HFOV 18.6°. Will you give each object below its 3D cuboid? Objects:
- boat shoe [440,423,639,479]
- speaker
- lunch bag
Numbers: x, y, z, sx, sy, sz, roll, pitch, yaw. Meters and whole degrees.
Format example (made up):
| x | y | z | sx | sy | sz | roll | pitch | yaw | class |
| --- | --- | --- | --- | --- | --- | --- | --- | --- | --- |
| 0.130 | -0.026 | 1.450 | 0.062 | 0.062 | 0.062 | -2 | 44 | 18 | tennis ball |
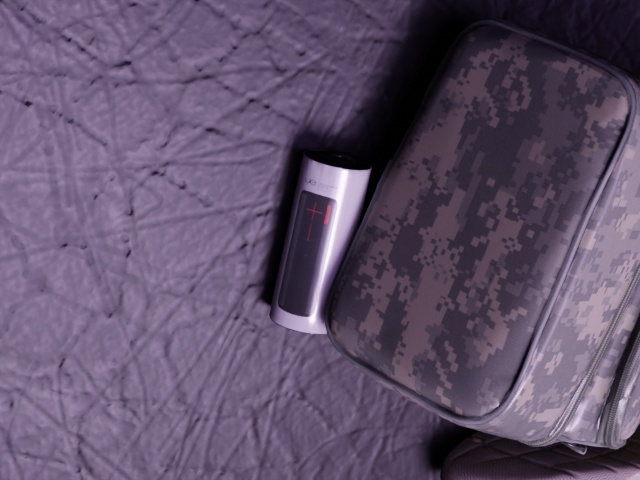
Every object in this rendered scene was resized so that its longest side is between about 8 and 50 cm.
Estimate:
| x | y | z | sx | sy | sz | roll | pitch | yaw | class |
| --- | --- | --- | --- | --- | --- | --- | --- | --- | --- |
| 0.253 | 0.217 | 1.646 | 0.324 | 0.123 | 0.116 | 0 | 110 | -20 | boat shoe |
| 0.000 | 0.000 | 1.502 | 0.055 | 0.055 | 0.136 | 6 | 106 | -24 | speaker |
| 0.192 | 0.004 | 1.494 | 0.256 | 0.212 | 0.305 | 19 | 96 | -48 | lunch bag |
